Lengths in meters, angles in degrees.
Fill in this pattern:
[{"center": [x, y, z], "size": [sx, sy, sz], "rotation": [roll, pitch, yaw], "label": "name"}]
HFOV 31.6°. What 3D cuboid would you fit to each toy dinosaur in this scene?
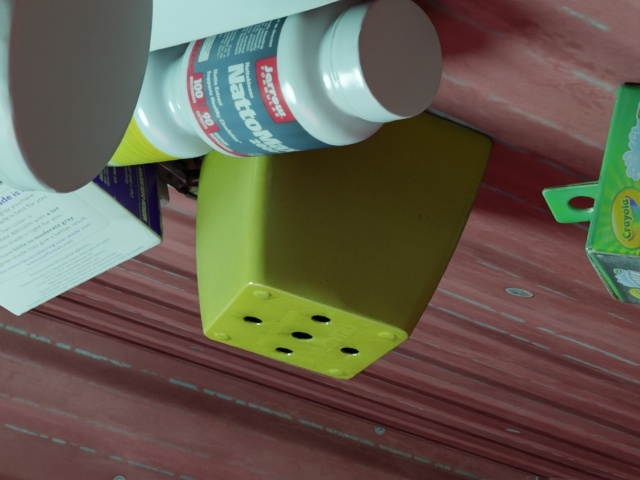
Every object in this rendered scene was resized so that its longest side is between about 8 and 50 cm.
[{"center": [-0.143, -0.090, 1.142], "size": [0.118, 0.064, 0.268], "rotation": [15, 163, 28], "label": "toy dinosaur"}]

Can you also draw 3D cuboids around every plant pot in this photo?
[{"center": [0.000, 0.000, 0.990], "size": [0.212, 0.187, 0.212], "rotation": [20, 152, -14], "label": "plant pot"}]

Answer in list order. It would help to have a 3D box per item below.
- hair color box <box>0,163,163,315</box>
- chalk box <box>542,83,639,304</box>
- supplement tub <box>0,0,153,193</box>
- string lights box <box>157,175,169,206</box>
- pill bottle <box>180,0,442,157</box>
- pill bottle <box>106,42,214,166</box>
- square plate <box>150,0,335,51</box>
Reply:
[{"center": [-0.315, -0.079, 1.009], "size": [0.185, 0.110, 0.339], "rotation": [-26, 142, 17], "label": "hair color box"}, {"center": [0.272, -0.026, 0.819], "size": [0.213, 0.132, 0.132], "rotation": [9, 165, 27], "label": "chalk box"}, {"center": [-0.253, -0.134, 0.642], "size": [0.272, 0.191, 0.191], "rotation": [12, 165, 13], "label": "supplement tub"}, {"center": [-0.295, -0.086, 1.166], "size": [0.133, 0.077, 0.259], "rotation": [-33, 141, 24], "label": "string lights box"}, {"center": [-0.007, -0.118, 0.803], "size": [0.108, 0.108, 0.180], "rotation": [27, 160, -38], "label": "pill bottle"}, {"center": [-0.132, -0.117, 0.940], "size": [0.103, 0.103, 0.184], "rotation": [28, 161, -38], "label": "pill bottle"}, {"center": [-0.210, -0.226, 0.731], "size": [0.344, 0.049, 0.347], "rotation": [27, 161, -39], "label": "square plate"}]
